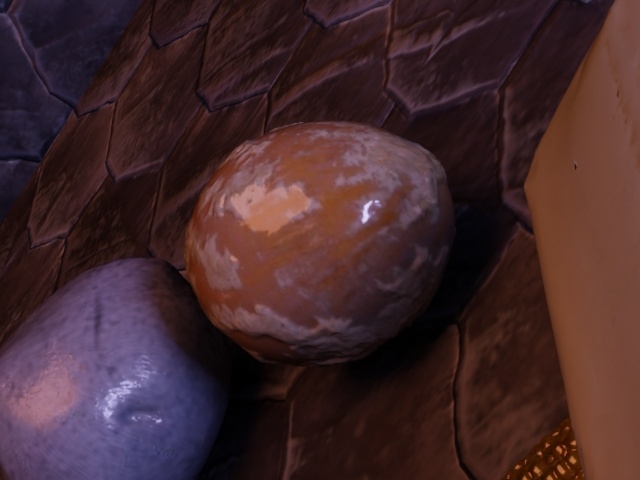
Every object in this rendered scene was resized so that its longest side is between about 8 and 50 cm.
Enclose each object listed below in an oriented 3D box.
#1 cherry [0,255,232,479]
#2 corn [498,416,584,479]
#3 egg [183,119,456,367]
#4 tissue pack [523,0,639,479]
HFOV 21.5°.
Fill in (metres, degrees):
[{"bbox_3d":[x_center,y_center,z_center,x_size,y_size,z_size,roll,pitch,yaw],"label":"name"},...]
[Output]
[{"bbox_3d":[-0.206,0.155,1.570,0.296,0.218,0.255,-54,17,-1],"label":"cherry"},{"bbox_3d":[0.118,0.205,1.022,0.310,0.101,0.101,-56,24,14],"label":"corn"},{"bbox_3d":[0.000,0.000,1.363,0.245,0.203,0.203,-26,40,38],"label":"egg"},{"bbox_3d":[0.249,0.008,0.760,0.380,0.207,0.297,-95,24,-47],"label":"tissue pack"}]
